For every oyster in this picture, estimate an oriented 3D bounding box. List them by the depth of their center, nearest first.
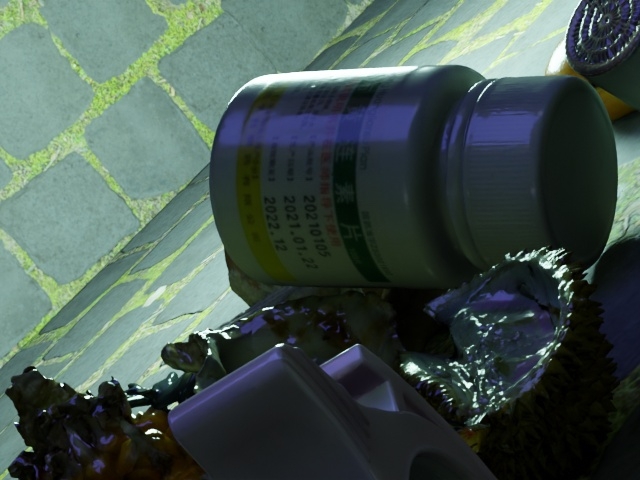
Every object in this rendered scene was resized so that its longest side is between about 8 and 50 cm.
[{"bbox_3d":[-0.009,0.134,1.566,0.204,0.111,0.396,-26,27,-11],"label":"oyster"}]

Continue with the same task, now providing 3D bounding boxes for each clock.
[{"bbox_3d":[0.037,0.182,0.928,0.080,0.290,0.275,-35,20,19],"label":"clock"}]

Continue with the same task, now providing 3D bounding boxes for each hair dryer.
[{"bbox_3d":[0.366,-0.119,1.416,0.107,0.173,0.357,-62,32,7],"label":"hair dryer"}]

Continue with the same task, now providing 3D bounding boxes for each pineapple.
[{"bbox_3d":[-0.178,0.253,1.311,0.344,0.286,0.209,-34,13,31],"label":"pineapple"}]

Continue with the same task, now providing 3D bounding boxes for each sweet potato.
[{"bbox_3d":[0.091,0.071,1.669,0.075,0.075,0.269,-23,32,55],"label":"sweet potato"}]

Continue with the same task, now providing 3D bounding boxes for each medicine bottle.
[{"bbox_3d":[0.087,-0.059,1.584,0.339,0.208,0.208,0,35,33],"label":"medicine bottle"}]

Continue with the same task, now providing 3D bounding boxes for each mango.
[{"bbox_3d":[0.312,-0.190,1.850,0.145,0.112,0.219,-40,0,3],"label":"mango"}]

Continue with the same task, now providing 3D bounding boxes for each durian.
[{"bbox_3d":[0.137,0.115,1.199,0.193,0.138,0.237,-31,12,24],"label":"durian"}]

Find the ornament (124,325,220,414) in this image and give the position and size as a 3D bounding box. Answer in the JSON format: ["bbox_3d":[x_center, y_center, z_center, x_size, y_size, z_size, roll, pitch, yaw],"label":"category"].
[{"bbox_3d":[-0.185,0.200,2.021,0.236,0.080,0.202,-34,11,18],"label":"ornament"}]

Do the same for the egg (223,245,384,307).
[{"bbox_3d":[0.000,0.000,1.893,0.245,0.203,0.203,-15,27,48],"label":"egg"}]

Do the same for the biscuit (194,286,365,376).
[{"bbox_3d":[-0.031,0.105,1.810,0.239,0.108,0.062,-33,16,30],"label":"biscuit"}]
